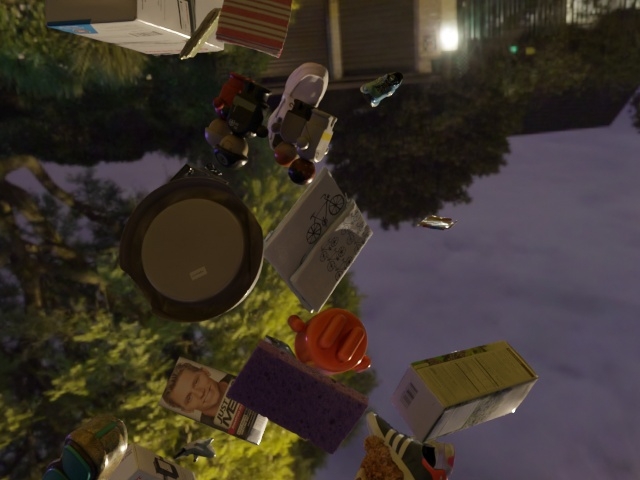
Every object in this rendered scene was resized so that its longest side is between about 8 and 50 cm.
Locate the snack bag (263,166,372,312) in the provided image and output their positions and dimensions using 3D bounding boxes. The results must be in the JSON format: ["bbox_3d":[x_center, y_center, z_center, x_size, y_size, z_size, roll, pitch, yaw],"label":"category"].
[{"bbox_3d":[0.000,0.000,1.719,0.037,0.342,0.323,22,-113,40],"label":"snack bag"}]

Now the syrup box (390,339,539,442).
[{"bbox_3d":[0.246,0.250,1.022,0.237,0.093,0.096,-5,-138,-35],"label":"syrup box"}]

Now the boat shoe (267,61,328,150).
[{"bbox_3d":[-0.057,-0.319,1.500,0.098,0.096,0.277,15,146,-18],"label":"boat shoe"}]

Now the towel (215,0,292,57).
[{"bbox_3d":[-0.135,-0.495,1.288,0.144,0.197,0.029,13,165,-8],"label":"towel"}]

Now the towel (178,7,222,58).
[{"bbox_3d":[-0.284,-0.497,1.450,0.148,0.027,0.110,-48,-166,15],"label":"towel"}]

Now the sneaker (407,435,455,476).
[{"bbox_3d":[0.332,0.678,1.913,0.111,0.103,0.252,15,165,-18],"label":"sneaker"}]

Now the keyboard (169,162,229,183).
[{"bbox_3d":[-0.324,-0.172,1.665,0.108,0.023,0.180,-38,158,16],"label":"keyboard"}]

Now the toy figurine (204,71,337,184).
[{"bbox_3d":[-0.093,-0.194,1.088,0.210,0.148,0.213,18,-167,-26],"label":"toy figurine"}]

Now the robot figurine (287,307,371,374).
[{"bbox_3d":[0.016,0.206,1.218,0.158,0.128,0.219,-2,164,-15],"label":"robot figurine"}]

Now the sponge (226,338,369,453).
[{"bbox_3d":[-0.039,0.260,1.004,0.210,0.117,0.031,30,-160,-3],"label":"sponge"}]

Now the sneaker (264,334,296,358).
[{"bbox_3d":[-0.159,0.420,2.056,0.112,0.131,0.319,25,179,-7],"label":"sneaker"}]

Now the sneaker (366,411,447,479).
[{"bbox_3d":[0.253,0.623,1.792,0.148,0.131,0.350,-18,-152,-13],"label":"sneaker"}]

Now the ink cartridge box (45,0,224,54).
[{"bbox_3d":[-0.478,-0.618,1.619,0.285,0.166,0.395,5,-172,22],"label":"ink cartridge box"}]

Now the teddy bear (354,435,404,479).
[{"bbox_3d":[0.136,0.647,1.621,0.113,0.245,0.338,16,176,3],"label":"teddy bear"}]

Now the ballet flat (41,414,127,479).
[{"bbox_3d":[-0.443,0.429,1.154,0.123,0.348,0.123,18,-133,-20],"label":"ballet flat"}]

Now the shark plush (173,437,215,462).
[{"bbox_3d":[-0.408,0.695,1.988,0.073,0.067,0.161,-15,167,24],"label":"shark plush"}]

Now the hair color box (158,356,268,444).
[{"bbox_3d":[-0.332,0.512,1.945,0.347,0.174,0.105,12,158,26],"label":"hair color box"}]

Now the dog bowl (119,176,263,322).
[{"bbox_3d":[-0.295,0.029,1.444,0.349,0.348,0.102,-3,167,7],"label":"dog bowl"}]

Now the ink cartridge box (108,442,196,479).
[{"bbox_3d":[-0.479,0.683,1.653,0.172,0.237,0.100,-43,-144,3],"label":"ink cartridge box"}]

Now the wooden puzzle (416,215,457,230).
[{"bbox_3d":[0.244,-0.034,1.262,0.079,0.014,0.116,8,-166,29],"label":"wooden puzzle"}]

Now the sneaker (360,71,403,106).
[{"bbox_3d":[0.161,-0.402,1.560,0.073,0.063,0.162,-36,-174,44],"label":"sneaker"}]
